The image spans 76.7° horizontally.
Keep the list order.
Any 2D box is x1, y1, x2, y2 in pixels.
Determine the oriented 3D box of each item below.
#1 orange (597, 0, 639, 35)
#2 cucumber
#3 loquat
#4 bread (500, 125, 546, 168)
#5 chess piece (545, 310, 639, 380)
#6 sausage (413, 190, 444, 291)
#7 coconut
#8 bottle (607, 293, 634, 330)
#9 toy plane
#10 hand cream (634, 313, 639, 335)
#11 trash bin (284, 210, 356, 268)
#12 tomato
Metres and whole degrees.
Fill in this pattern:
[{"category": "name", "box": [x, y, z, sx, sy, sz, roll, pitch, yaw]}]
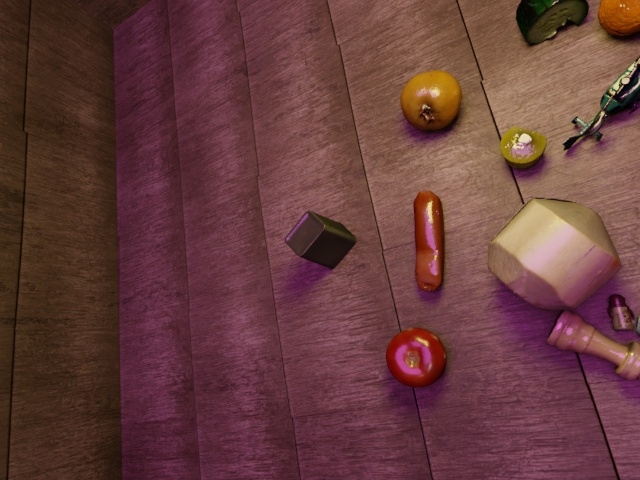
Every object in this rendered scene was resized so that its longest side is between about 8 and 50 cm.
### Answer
[{"category": "orange", "box": [0.918, -0.704, 1.177, 0.161, 0.193, 0.193, 16, 88, 8]}, {"category": "cucumber", "box": [0.733, -0.739, 1.292, 0.191, 0.191, 0.130, -22, 61, 24]}, {"category": "loquat", "box": [0.385, -0.488, 1.417, 0.208, 0.208, 0.208, -6, 77, 28]}, {"category": "bread", "box": [0.638, -0.287, 1.283, 0.129, 0.114, 0.111, 40, 101, 29]}, {"category": "chess piece", "box": [0.823, 0.317, 1.062, 0.397, 0.117, 0.117, 26, 93, 29]}, {"category": "sausage", "box": [0.375, 0.001, 1.385, 0.097, 0.094, 0.348, -8, 77, 41]}, {"category": "coconut", "box": [0.641, 0.031, 1.118, 0.323, 0.323, 0.322, -6, 77, 28]}, {"category": "bottle", "box": [0.826, 0.198, 1.117, 0.047, 0.063, 0.101, -29, 60, 57]}, {"category": "toy plane", "box": [0.859, -0.415, 1.171, 0.106, 0.155, 0.381, 53, 123, 26]}, {"category": "hand cream", "box": [0.929, 0.239, 1.051, 0.175, 0.046, 0.095, 13, 84, 29]}, {"category": "trash bin", "box": [0.000, 0.000, 1.507, 0.164, 0.240, 0.122, -51, 59, 12]}, {"category": "tomato", "box": [0.312, 0.380, 1.315, 0.195, 0.136, 0.195, -6, 77, 25]}]
